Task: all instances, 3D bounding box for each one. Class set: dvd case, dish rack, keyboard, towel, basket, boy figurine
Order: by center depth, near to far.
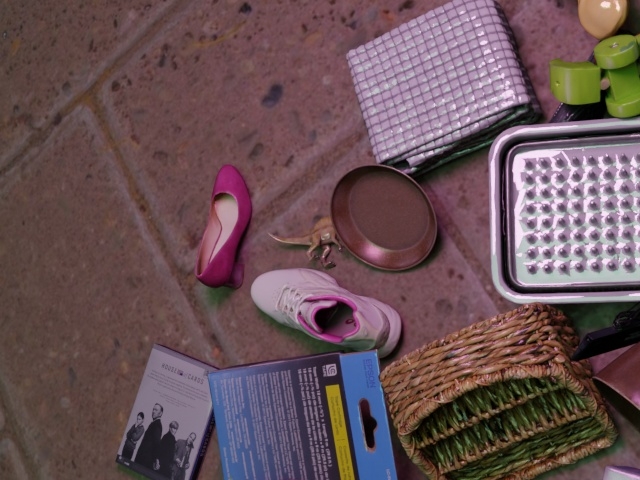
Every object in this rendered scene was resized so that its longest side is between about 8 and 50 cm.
[{"bbox_3d":[0.453,0.119,1.641,0.038,0.192,0.100,63,152,27],"label":"keyboard"},{"bbox_3d":[0.263,0.252,1.713,0.299,0.213,0.223,-27,67,23],"label":"basket"},{"bbox_3d":[0.429,-0.042,1.732,0.333,0.072,0.285,-3,80,16],"label":"dish rack"},{"bbox_3d":[0.421,-0.437,1.811,0.092,0.177,0.285,107,145,-49],"label":"boy figurine"},{"bbox_3d":[0.207,-0.256,1.914,0.284,0.121,0.235,-24,70,22],"label":"towel"},{"bbox_3d":[-0.278,0.333,2.116,0.179,0.029,0.238,17,88,32],"label":"dvd case"}]

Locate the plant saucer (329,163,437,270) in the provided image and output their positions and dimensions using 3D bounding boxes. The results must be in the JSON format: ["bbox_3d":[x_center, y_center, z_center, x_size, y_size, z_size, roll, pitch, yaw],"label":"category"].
[{"bbox_3d":[0.111,-0.044,1.924,0.198,0.036,0.198,13,121,22],"label":"plant saucer"}]

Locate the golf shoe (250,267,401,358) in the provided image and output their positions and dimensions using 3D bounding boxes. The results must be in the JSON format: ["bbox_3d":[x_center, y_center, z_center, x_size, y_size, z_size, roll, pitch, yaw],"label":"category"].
[{"bbox_3d":[-0.011,0.111,1.947,0.306,0.140,0.115,16,89,33],"label":"golf shoe"}]

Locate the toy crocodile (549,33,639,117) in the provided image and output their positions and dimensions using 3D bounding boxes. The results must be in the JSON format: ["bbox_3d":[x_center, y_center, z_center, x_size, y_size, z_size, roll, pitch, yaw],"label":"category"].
[{"bbox_3d":[0.514,-0.284,1.711,0.340,0.115,0.105,-22,31,4],"label":"toy crocodile"}]

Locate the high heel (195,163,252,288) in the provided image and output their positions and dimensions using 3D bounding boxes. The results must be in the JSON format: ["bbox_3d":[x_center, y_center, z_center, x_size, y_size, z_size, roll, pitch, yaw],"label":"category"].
[{"bbox_3d":[-0.192,-0.032,2.093,0.082,0.117,0.244,-3,78,30],"label":"high heel"}]

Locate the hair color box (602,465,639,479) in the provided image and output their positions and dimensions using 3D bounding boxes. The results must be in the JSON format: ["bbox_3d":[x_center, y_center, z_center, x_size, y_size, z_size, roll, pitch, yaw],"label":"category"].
[{"bbox_3d":[0.566,0.450,1.555,0.374,0.113,0.185,12,86,32],"label":"hair color box"}]

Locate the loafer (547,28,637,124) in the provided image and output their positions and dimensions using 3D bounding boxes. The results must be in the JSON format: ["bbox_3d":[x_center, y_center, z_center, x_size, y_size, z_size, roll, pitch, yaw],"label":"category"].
[{"bbox_3d":[0.427,-0.243,1.809,0.223,0.076,0.078,-52,55,5],"label":"loafer"}]

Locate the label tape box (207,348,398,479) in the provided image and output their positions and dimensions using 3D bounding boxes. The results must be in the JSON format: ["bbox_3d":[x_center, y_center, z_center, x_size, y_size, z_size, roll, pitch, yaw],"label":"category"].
[{"bbox_3d":[-0.012,0.314,1.899,0.334,0.106,0.240,-11,86,28],"label":"label tape box"}]

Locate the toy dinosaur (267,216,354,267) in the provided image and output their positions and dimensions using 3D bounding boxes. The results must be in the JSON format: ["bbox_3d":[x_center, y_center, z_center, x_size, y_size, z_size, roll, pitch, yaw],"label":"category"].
[{"bbox_3d":[0.000,0.000,2.025,0.183,0.053,0.092,-19,55,18],"label":"toy dinosaur"}]

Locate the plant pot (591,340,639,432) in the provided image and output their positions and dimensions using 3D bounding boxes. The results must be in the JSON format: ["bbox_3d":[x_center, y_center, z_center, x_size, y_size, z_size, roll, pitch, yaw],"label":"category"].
[{"bbox_3d":[0.541,0.186,1.590,0.230,0.215,0.215,-46,60,-2],"label":"plant pot"}]
